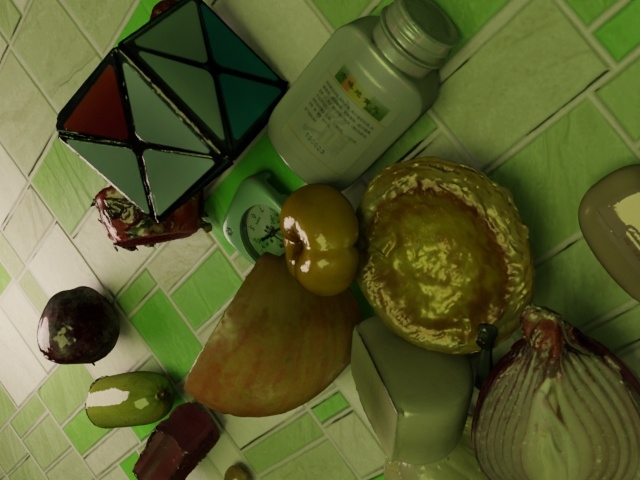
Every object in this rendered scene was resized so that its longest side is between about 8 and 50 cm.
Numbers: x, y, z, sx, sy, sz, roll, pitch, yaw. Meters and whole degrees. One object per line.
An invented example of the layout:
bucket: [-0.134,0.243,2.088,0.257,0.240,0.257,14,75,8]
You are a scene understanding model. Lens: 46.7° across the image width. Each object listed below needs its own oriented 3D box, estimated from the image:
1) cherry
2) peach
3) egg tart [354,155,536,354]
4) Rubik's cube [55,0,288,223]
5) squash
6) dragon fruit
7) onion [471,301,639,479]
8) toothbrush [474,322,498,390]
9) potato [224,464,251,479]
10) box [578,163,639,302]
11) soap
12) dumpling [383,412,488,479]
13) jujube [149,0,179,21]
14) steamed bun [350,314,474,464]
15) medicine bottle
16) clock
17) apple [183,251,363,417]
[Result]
cherry: [-0.574,0.202,1.749,0.195,0.195,0.195,15,117,30]
peach: [0.000,0.000,1.160,0.179,0.103,0.179,169,90,-71]
egg tart: [0.194,0.017,1.147,0.318,0.128,0.319,13,116,29]
Rubik's cube: [-0.245,-0.220,1.243,0.248,0.246,0.250,45,131,-14]
squash: [-0.434,0.376,1.751,0.247,0.132,0.133,-13,102,38]
dragon fruit: [-0.326,-0.051,1.454,0.147,0.211,0.282,67,156,1]
onion: [0.359,0.221,1.094,0.267,0.159,0.349,0,111,22]
toothbrush: [0.251,0.188,1.132,0.030,0.031,0.297,15,158,18]
potato: [-0.191,0.558,1.699,0.068,0.062,0.083,14,89,61]
box: [0.438,-0.004,0.985,0.200,0.088,0.146,53,131,6]
soap: [-0.341,0.495,1.704,0.112,0.182,0.289,41,122,12]
dumpling: [0.235,0.382,1.284,0.252,0.131,0.180,11,94,20]
jujube: [-0.279,-0.379,1.353,0.077,0.077,0.129,44,139,12]
steamed bun: [0.157,0.235,1.219,0.242,0.164,0.146,-118,27,-51]
medicine bottle: [0.065,-0.226,1.138,0.179,0.124,0.324,47,131,2]
clock: [-0.080,-0.012,1.369,0.211,0.066,0.159,42,129,13]
apple: [-0.085,0.168,1.327,0.309,0.313,0.252,127,136,-52]
